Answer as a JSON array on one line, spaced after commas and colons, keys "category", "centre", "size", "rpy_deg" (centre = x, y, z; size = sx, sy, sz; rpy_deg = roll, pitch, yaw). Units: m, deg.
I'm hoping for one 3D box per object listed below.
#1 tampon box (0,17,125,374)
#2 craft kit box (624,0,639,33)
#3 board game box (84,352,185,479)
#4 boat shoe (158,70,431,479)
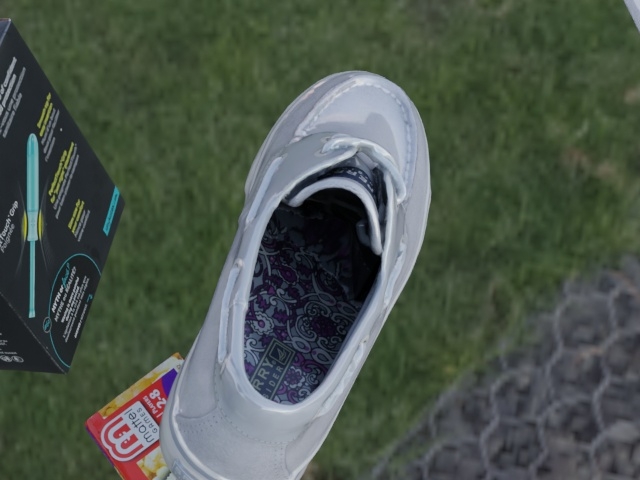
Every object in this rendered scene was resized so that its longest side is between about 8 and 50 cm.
[{"category": "tampon box", "centre": [-0.192, -0.022, 1.027], "size": [0.101, 0.161, 0.120], "rpy_deg": [1, 56, 22]}, {"category": "craft kit box", "centre": [0.225, -0.214, 0.885], "size": [0.246, 0.250, 0.061], "rpy_deg": [-26, 12, 15]}, {"category": "board game box", "centre": [0.003, 0.147, 0.687], "size": [0.045, 0.147, 0.193], "rpy_deg": [-37, 61, -9]}, {"category": "boat shoe", "centre": [0.000, 0.000, 0.616], "size": [0.066, 0.063, 0.184], "rpy_deg": [33, 47, -2]}]
